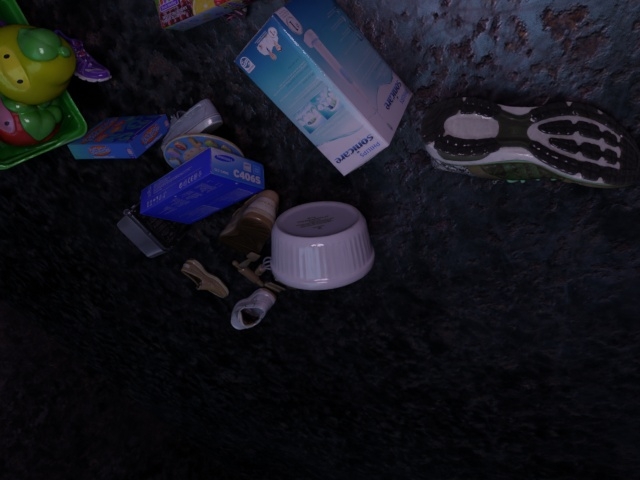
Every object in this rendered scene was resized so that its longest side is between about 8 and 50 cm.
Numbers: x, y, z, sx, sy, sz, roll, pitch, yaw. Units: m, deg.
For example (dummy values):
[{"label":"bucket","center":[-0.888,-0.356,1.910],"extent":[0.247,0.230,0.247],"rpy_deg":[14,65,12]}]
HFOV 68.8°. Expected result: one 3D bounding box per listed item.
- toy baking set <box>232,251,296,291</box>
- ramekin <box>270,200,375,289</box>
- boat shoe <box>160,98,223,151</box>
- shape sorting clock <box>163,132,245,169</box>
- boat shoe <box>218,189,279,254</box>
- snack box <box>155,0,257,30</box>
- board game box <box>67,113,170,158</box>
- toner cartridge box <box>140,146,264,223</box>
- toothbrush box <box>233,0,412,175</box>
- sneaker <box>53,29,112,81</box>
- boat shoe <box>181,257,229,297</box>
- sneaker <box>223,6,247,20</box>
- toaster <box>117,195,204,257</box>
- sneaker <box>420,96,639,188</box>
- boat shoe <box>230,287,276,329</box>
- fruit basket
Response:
[{"label":"toy baking set","center":[-0.174,0.094,1.461],"extent":[0.197,0.030,0.256],"rpy_deg":[-5,146,35]},{"label":"ramekin","center":[0.000,0.000,1.171],"extent":[0.273,0.273,0.127],"rpy_deg":[6,120,21]},{"label":"boat shoe","center":[-0.338,-0.293,1.193],"extent":[0.228,0.079,0.081],"rpy_deg":[-17,97,39]},{"label":"shape sorting clock","center":[-0.300,-0.211,1.213],"extent":[0.207,0.040,0.206],"rpy_deg":[-3,160,-1]},{"label":"boat shoe","center":[-0.194,-0.044,1.328],"extent":[0.122,0.110,0.341],"rpy_deg":[29,155,-18]},{"label":"snack box","center":[-0.229,-0.517,0.884],"extent":[0.207,0.070,0.174],"rpy_deg":[-5,105,28]},{"label":"board game box","center":[-0.525,-0.273,1.229],"extent":[0.211,0.160,0.047],"rpy_deg":[3,131,23]},{"label":"toner cartridge box","center":[-0.325,-0.135,1.254],"extent":[0.348,0.075,0.165],"rpy_deg":[-18,160,40]},{"label":"toothbrush box","center":[0.021,-0.309,0.895],"extent":[0.295,0.216,0.126],"rpy_deg":[42,135,-17]},{"label":"sneaker","center":[-0.600,-0.456,1.161],"extent":[0.170,0.068,0.071],"rpy_deg":[33,130,-6]},{"label":"boat shoe","center":[-0.407,0.147,1.631],"extent":[0.190,0.072,0.068],"rpy_deg":[42,134,-15]},{"label":"sneaker","center":[-0.204,-0.482,0.967],"extent":[0.120,0.047,0.057],"rpy_deg":[15,147,14]},{"label":"toaster","center":[-0.487,-0.055,1.414],"extent":[0.110,0.168,0.185],"rpy_deg":[-20,118,41]},{"label":"sneaker","center":[0.403,-0.174,0.935],"extent":[0.411,0.157,0.182],"rpy_deg":[13,166,11]},{"label":"boat shoe","center":[-0.258,0.262,1.651],"extent":[0.098,0.096,0.277],"rpy_deg":[35,136,-10]},{"label":"fruit basket","center":[-0.732,-0.382,1.098],"extent":[0.392,0.283,0.391],"rpy_deg":[44,154,28]}]
